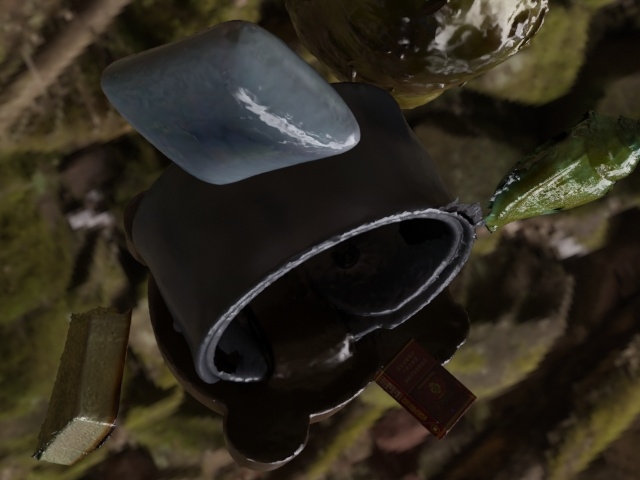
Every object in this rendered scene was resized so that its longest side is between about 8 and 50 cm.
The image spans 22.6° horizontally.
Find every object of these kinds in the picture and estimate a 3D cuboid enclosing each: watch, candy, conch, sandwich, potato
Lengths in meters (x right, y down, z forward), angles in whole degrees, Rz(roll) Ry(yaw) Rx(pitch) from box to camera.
[{"bbox_3d":[0.000,0.000,1.500,0.335,0.314,0.327,-16,155,-26],"label":"watch"},{"bbox_3d":[-0.067,-0.100,1.178,0.174,0.138,0.071,-10,-132,49],"label":"candy"},{"bbox_3d":[0.239,-0.071,1.544,0.200,0.079,0.095,-31,153,7],"label":"conch"},{"bbox_3d":[-0.254,0.145,1.734,0.058,0.162,0.193,14,154,-18],"label":"sandwich"},{"bbox_3d":[0.084,-0.236,1.592,0.300,0.246,0.196,-53,-164,41],"label":"potato"}]

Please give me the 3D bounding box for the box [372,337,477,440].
[{"bbox_3d":[0.094,0.133,1.439,0.051,0.082,0.023,-44,173,-38],"label":"box"}]
